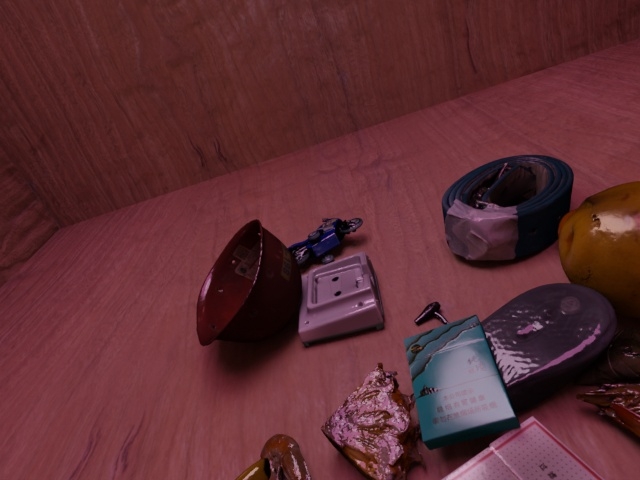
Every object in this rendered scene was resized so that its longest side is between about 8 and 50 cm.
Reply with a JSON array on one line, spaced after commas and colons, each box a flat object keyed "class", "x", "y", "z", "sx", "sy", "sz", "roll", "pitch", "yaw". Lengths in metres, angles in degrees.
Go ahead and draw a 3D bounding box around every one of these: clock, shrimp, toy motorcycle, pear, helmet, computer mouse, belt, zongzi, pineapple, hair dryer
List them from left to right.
[{"class": "helmet", "x": -0.173, "y": 0.151, "z": 1.209, "sx": 0.337, "sy": 0.230, "sz": 0.385, "roll": -45, "pitch": 31, "yaw": 25}, {"class": "shrimp", "x": -0.063, "y": 0.458, "z": 0.834, "sx": 0.101, "sy": 0.042, "sz": 0.190, "roll": -49, "pitch": 35, "yaw": -7}, {"class": "toy motorcycle", "x": 0.000, "y": 0.000, "z": 1.495, "sx": 0.315, "sy": 0.113, "sz": 0.169, "roll": -31, "pitch": 19, "yaw": -3}, {"class": "clock", "x": 0.047, "y": 0.148, "z": 1.207, "sx": 0.231, "sy": 0.116, "sz": 0.262, "roll": -16, "pitch": 28, "yaw": 9}, {"class": "pineapple", "x": 0.101, "y": 0.361, "z": 0.819, "sx": 0.186, "sy": 0.115, "sz": 0.236, "roll": -10, "pitch": 34, "yaw": 18}, {"class": "hair dryer", "x": 0.286, "y": 0.197, "z": 1.069, "sx": 0.079, "sy": 0.031, "sz": 0.083, "roll": -39, "pitch": 41, "yaw": -11}, {"class": "belt", "x": 0.550, "y": -0.106, "z": 1.257, "sx": 0.436, "sy": 0.173, "sz": 0.300, "roll": -36, "pitch": 36, "yaw": -25}, {"class": "computer mouse", "x": 0.398, "y": 0.227, "z": 0.848, "sx": 0.370, "sy": 0.122, "sz": 0.188, "roll": -29, "pitch": 30, "yaw": 2}, {"class": "zongzi", "x": 0.564, "y": 0.220, "z": 0.843, "sx": 0.130, "sy": 0.062, "sz": 0.154, "roll": -38, "pitch": -1, "yaw": 37}, {"class": "pear", "x": 0.673, "y": 0.027, "z": 0.866, "sx": 0.336, "sy": 0.285, "sz": 0.285, "roll": 15, "pitch": 30, "yaw": -8}, {"class": "shrimp", "x": 0.558, "y": 0.286, "z": 0.678, "sx": 0.267, "sy": 0.061, "sz": 0.145, "roll": 7, "pitch": 48, "yaw": 35}]

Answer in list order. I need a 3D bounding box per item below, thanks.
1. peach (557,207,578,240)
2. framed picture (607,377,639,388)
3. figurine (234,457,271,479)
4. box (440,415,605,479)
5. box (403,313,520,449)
[{"class": "peach", "x": 0.682, "y": -0.024, "z": 1.088, "sx": 0.138, "sy": 0.138, "sz": 0.138, "roll": -15, "pitch": 30, "yaw": 9}, {"class": "framed picture", "x": 0.621, "y": 0.309, "z": 0.674, "sx": 0.192, "sy": 0.018, "sz": 0.265, "roll": -19, "pitch": 29, "yaw": 2}, {"class": "figurine", "x": -0.112, "y": 0.502, "z": 0.650, "sx": 0.326, "sy": 0.169, "sz": 0.218, "roll": 29, "pitch": 78, "yaw": 46}, {"class": "box", "x": 0.265, "y": 0.433, "z": 0.613, "sx": 0.330, "sy": 0.095, "sz": 0.210, "roll": -26, "pitch": 30, "yaw": -13}, {"class": "box", "x": 0.250, "y": 0.256, "z": 0.800, "sx": 0.160, "sy": 0.042, "sz": 0.226, "roll": -23, "pitch": 33, "yaw": 17}]
